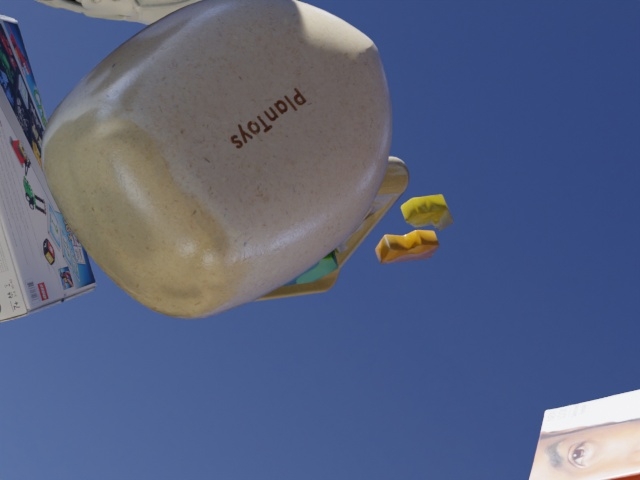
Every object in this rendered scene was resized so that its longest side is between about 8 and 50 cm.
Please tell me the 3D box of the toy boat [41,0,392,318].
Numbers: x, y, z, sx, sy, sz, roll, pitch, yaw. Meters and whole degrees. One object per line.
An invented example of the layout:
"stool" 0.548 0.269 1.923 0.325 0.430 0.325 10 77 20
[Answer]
"toy boat" -0.099 -0.112 0.792 0.318 0.267 0.148 56 -37 1

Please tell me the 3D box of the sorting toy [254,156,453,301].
"sorting toy" 0.000 0.000 1.145 0.229 0.307 0.041 121 -43 -55

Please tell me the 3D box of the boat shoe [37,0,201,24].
"boat shoe" -0.175 -0.221 0.996 0.258 0.084 0.095 8 -71 37

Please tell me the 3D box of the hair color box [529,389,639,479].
"hair color box" 0.182 0.097 0.528 0.167 0.093 0.053 -18 -79 20

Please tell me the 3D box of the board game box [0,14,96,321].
"board game box" -0.318 -0.079 1.188 0.053 0.193 0.305 -16 -88 9
